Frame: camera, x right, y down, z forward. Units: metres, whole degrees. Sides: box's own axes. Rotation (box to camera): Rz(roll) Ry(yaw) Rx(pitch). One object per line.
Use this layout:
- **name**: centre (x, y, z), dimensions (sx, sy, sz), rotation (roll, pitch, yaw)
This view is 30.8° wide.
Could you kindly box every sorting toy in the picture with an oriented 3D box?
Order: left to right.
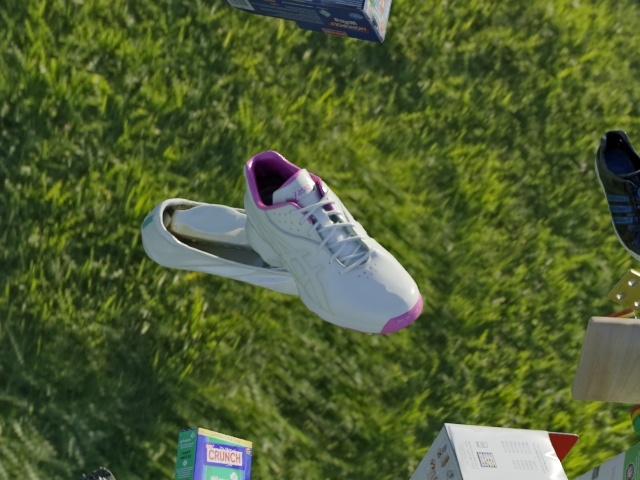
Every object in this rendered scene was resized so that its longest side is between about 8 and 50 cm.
- **sorting toy**: centre (0.384, 0.132, 1.426), dimensions (0.132, 0.275, 0.046), rotation (3, 39, 0)

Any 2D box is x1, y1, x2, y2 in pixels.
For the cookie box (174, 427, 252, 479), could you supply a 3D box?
- **cookie box**: centre (-0.128, 0.285, 1.378), dimensions (0.092, 0.040, 0.107), rotation (24, 59, -42)

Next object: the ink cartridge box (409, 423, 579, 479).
- **ink cartridge box**: centre (0.288, 0.465, 2.001), dimensions (0.271, 0.309, 0.130), rotation (7, 41, -21)

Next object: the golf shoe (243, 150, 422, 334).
- **golf shoe**: centre (0.000, 0.000, 1.397), dimensions (0.115, 0.140, 0.306), rotation (-36, 48, -22)

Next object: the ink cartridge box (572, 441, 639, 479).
- **ink cartridge box**: centre (0.381, 0.357, 1.427), dimensions (0.092, 0.219, 0.160), rotation (17, 62, -8)

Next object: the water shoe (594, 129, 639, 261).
- **water shoe**: centre (0.421, -0.057, 1.567), dimensions (0.073, 0.080, 0.203), rotation (-22, 59, 2)

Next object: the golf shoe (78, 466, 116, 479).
- **golf shoe**: centre (-0.335, 0.495, 1.823), dimensions (0.105, 0.120, 0.273), rotation (-21, 57, 11)

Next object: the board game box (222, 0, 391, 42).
- **board game box**: centre (0.010, -0.314, 1.201), dimensions (0.194, 0.060, 0.194), rotation (16, 74, 30)

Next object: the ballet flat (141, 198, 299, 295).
- **ballet flat**: centre (-0.089, 0.004, 1.871), dimensions (0.400, 0.139, 0.139), rotation (8, 65, -7)
